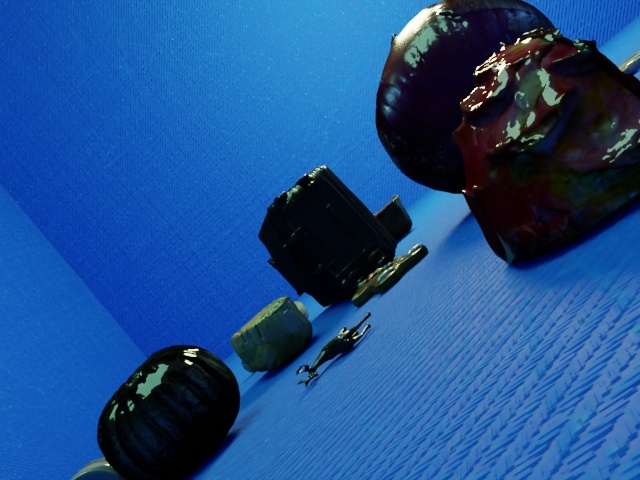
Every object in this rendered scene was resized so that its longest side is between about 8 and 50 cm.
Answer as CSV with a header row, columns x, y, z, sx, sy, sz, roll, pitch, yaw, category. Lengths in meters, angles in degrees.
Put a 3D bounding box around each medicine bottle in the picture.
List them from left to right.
x,y,z,sx,sy,sz,roll,pitch,yaw,category
-0.334,0.391,1.004,0.105,0.105,0.168,-40,-1,-17,medicine bottle

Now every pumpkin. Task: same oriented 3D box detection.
x,y,z,sx,sy,sz,roll,pitch,yaw,category
-0.222,0.257,0.969,0.220,0.162,0.220,-46,7,7,pumpkin

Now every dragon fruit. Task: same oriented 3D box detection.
x,y,z,sx,sy,sz,roll,pitch,yaw,category
0.189,-0.072,0.564,0.262,0.163,0.189,130,162,-89,dragon fruit

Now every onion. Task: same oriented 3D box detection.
x,y,z,sx,sy,sz,roll,pitch,yaw,category
0.264,-0.211,1.085,0.347,0.347,0.385,-40,35,18,onion

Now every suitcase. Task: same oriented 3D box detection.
x,y,z,sx,sy,sz,roll,pitch,yaw,category
0.000,0.000,1.496,0.194,0.283,0.434,-42,-2,-16,suitcase

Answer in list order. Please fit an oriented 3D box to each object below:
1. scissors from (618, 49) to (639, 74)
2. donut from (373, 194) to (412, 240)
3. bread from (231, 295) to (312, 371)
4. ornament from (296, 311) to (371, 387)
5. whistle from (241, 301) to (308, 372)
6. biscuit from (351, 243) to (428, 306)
x,y,z,sx,sy,sz,roll,pitch,yaw,category
0.650,-0.391,1.159,0.317,0.024,0.160,-40,-1,24,scissors
0.156,-0.014,1.905,0.151,0.112,0.295,-43,-1,-22,donut
-0.094,0.189,1.289,0.140,0.106,0.236,-39,-1,-18,bread
0.015,0.142,0.844,0.125,0.028,0.073,-37,-3,-37,ornament
-0.110,0.238,1.667,0.126,0.067,0.258,-24,15,42,whistle
0.109,0.067,1.186,0.138,0.031,0.205,-40,-2,-21,biscuit
